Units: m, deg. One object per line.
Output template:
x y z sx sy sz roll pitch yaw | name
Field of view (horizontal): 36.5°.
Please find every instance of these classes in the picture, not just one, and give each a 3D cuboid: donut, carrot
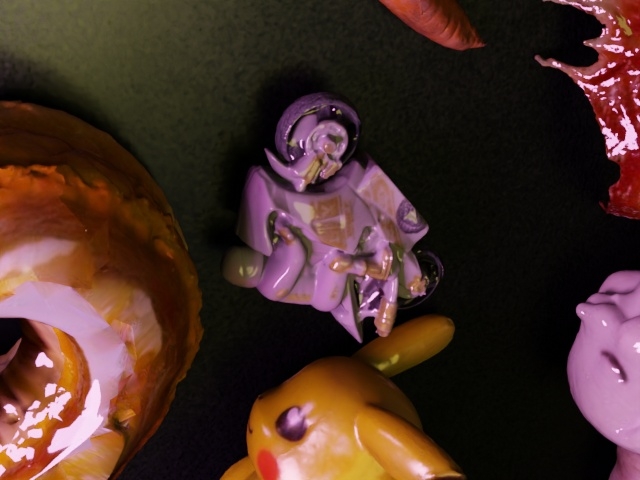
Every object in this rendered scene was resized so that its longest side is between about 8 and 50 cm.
-0.230 0.076 0.626 0.330 0.160 0.330 -8 117 -17 | donut
0.046 -0.186 0.670 0.057 0.057 0.224 -50 134 10 | carrot

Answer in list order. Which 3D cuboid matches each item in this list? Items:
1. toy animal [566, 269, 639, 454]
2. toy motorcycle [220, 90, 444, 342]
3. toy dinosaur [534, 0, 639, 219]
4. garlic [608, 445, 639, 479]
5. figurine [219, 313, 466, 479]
0.357 0.095 0.897 0.265 0.271 0.206 -40 105 18 | toy animal
0.000 0.000 0.747 0.152 0.073 0.225 -35 128 -1 | toy motorcycle
0.274 -0.165 0.757 0.207 0.113 0.327 -12 111 26 | toy dinosaur
0.459 0.291 1.056 0.245 0.253 0.245 -13 118 -26 | garlic
0.000 0.222 0.815 0.169 0.218 0.326 21 107 -10 | figurine
